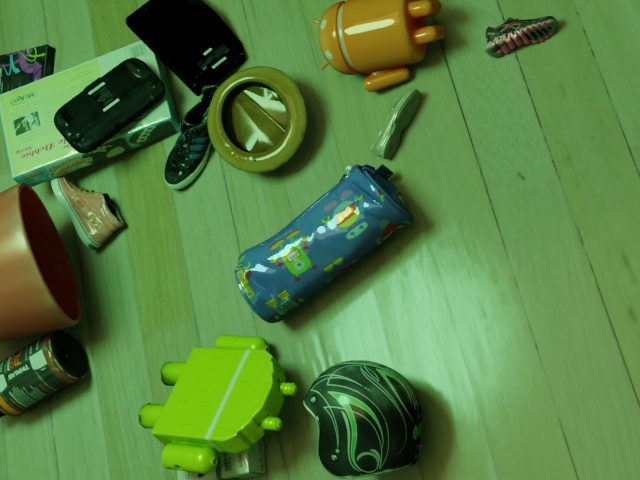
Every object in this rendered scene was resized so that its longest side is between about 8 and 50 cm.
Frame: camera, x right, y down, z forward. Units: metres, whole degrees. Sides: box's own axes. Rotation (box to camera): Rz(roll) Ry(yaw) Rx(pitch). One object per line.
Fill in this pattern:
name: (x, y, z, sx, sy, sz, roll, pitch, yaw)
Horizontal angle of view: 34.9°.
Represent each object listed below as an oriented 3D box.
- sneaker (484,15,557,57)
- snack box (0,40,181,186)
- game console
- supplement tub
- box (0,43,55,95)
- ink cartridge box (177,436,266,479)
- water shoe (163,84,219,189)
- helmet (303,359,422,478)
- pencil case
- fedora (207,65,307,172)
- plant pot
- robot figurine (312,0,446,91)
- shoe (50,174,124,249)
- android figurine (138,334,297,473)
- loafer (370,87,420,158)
sneaker: (0.315, -0.336, 1.612, 0.119, 0.047, 0.057, -16, 57, 20)
snack box: (-0.437, -0.238, 1.906, 0.322, 0.060, 0.187, -19, 67, 6)
game console: (-0.328, -0.305, 1.848, 0.361, 0.044, 0.213, -39, 67, -11)
supplement tub: (-0.523, 0.247, 1.820, 0.198, 0.106, 0.106, -31, 64, 15)
box: (-0.619, -0.331, 2.081, 0.162, 0.029, 0.116, -8, 72, 26)
ink cartridge box: (-0.163, 0.339, 1.642, 0.135, 0.056, 0.099, -16, 68, 22)
water shoe: (-0.232, -0.189, 1.816, 0.073, 0.080, 0.203, 32, 91, 30)
helmet: (0.063, 0.256, 1.495, 0.170, 0.169, 0.161, -11, 87, 24)
pencil case: (0.000, 0.000, 1.621, 0.306, 0.119, 0.133, -38, 91, 12)
fedora: (-0.100, -0.204, 1.756, 0.195, 0.079, 0.194, -3, 80, 20)
plant pot: (-0.580, 0.065, 1.769, 0.243, 0.275, 0.274, -21, 65, -2)
robot figurine: (0.092, -0.340, 1.673, 0.220, 0.158, 0.128, -7, 50, 24)
shoe: (-0.433, -0.072, 1.897, 0.081, 0.063, 0.178, -37, 65, 8)
android figurine: (-0.160, 0.253, 1.612, 0.273, 0.056, 0.248, -3, 48, 34)
loafer: (0.119, -0.196, 1.667, 0.039, 0.045, 0.125, 26, 91, 37)
